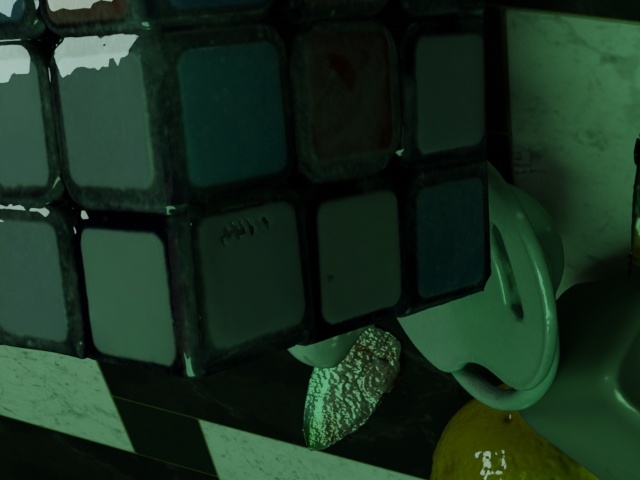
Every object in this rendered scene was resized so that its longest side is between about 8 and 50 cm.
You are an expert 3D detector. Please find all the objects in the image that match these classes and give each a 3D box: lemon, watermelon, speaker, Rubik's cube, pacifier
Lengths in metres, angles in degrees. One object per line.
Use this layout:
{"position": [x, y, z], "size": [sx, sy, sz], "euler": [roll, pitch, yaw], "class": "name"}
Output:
{"position": [0.249, 0.271, 1.423], "size": [0.253, 0.228, 0.228], "euler": [-2, 134, 50], "class": "lemon"}
{"position": [0.033, 0.177, 1.568], "size": [0.094, 0.081, 0.180], "euler": [40, 109, 17], "class": "watermelon"}
{"position": [0.407, 0.197, 1.246], "size": [0.406, 0.183, 0.184], "euler": [36, 163, -8], "class": "speaker"}
{"position": [-0.102, -0.112, 0.992], "size": [0.362, 0.359, 0.363], "euler": [4, 101, 45], "class": "Rubik's cube"}
{"position": [0.086, 0.055, 1.223], "size": [0.288, 0.269, 0.343], "euler": [71, 162, -6], "class": "pacifier"}

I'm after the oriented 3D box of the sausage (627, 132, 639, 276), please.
{"position": [0.420, -0.005, 1.091], "size": [0.317, 0.117, 0.125], "euler": [12, 104, 22], "class": "sausage"}
